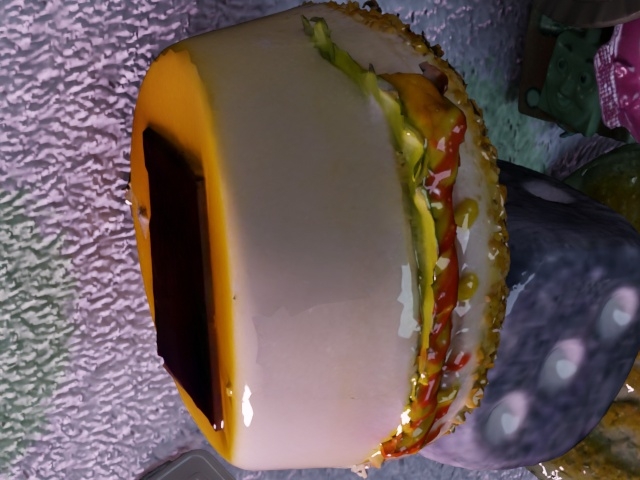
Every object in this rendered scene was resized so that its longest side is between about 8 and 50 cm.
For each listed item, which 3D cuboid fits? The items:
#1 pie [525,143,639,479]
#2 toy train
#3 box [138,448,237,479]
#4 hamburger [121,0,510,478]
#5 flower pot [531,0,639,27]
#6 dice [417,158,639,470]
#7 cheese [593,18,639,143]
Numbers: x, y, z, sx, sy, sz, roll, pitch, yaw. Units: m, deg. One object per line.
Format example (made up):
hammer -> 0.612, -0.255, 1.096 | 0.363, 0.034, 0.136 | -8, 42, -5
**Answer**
pie -> 0.267, 0.080, 1.167 | 0.323, 0.323, 0.070 | -61, 168, 4
toy train -> 0.298, -0.149, 1.147 | 0.326, 0.129, 0.159 | -7, 112, -37
box -> -0.079, 0.216, 1.039 | 0.084, 0.122, 0.069 | -33, 143, -20
hamburger -> 0.000, 0.000, 0.866 | 0.179, 0.294, 0.276 | -8, 107, -20
flower pot -> 0.150, -0.267, 0.909 | 0.203, 0.212, 0.212 | 30, 92, -38
dice -> 0.111, 0.045, 1.054 | 0.183, 0.181, 0.182 | 1, 113, -42
cheese -> 0.275, -0.142, 1.009 | 0.244, 0.062, 0.155 | -25, 117, -29
